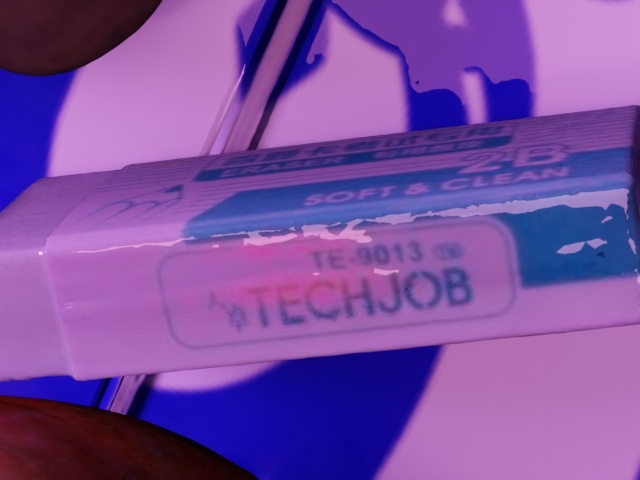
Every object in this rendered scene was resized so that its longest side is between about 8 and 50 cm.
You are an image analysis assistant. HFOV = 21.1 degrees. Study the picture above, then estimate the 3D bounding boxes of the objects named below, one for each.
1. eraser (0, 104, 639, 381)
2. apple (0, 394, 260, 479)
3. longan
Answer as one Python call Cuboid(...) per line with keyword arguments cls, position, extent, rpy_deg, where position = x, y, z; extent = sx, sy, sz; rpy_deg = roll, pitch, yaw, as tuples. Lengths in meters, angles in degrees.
Cuboid(cls="eraser", position=(0.000, 0.000, 0.575), extent=(0.225, 0.095, 0.052), rpy_deg=(-6, 109, 14))
Cuboid(cls="apple", position=(-0.113, 0.202, 0.567), extent=(0.301, 0.301, 0.302), rpy_deg=(3, 107, 11))
Cuboid(cls="longan", position=(-0.096, -0.113, 0.569), extent=(0.119, 0.106, 0.106), rpy_deg=(46, 117, 42))
